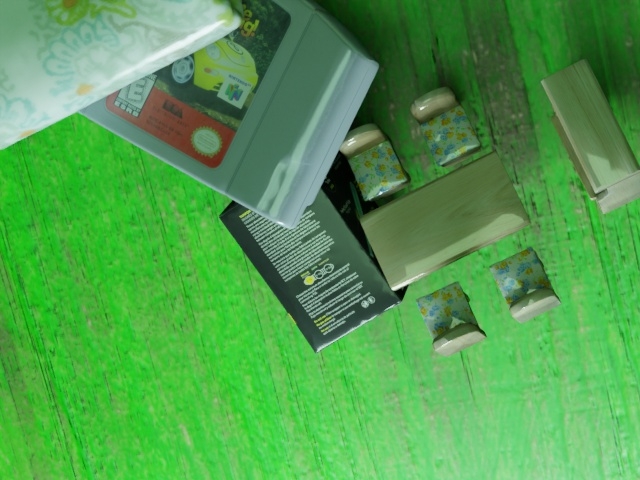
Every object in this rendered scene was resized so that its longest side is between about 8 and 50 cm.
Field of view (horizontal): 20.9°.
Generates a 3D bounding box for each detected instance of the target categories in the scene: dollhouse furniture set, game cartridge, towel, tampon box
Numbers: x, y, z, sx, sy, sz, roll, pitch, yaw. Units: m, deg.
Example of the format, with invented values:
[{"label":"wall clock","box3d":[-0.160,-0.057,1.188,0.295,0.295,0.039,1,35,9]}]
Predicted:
[{"label":"dollhouse furniture set","box3d":[0.153,-0.043,1.531,0.242,0.161,0.212,-26,78,8]},{"label":"game cartridge","box3d":[-0.100,-0.160,1.575,0.294,0.060,0.196,29,93,25]},{"label":"towel","box3d":[-0.276,-0.296,1.569,0.320,0.090,0.375,-25,85,23]},{"label":"tampon box","box3d":[0.000,0.000,1.635,0.101,0.120,0.161,-32,98,19]}]
